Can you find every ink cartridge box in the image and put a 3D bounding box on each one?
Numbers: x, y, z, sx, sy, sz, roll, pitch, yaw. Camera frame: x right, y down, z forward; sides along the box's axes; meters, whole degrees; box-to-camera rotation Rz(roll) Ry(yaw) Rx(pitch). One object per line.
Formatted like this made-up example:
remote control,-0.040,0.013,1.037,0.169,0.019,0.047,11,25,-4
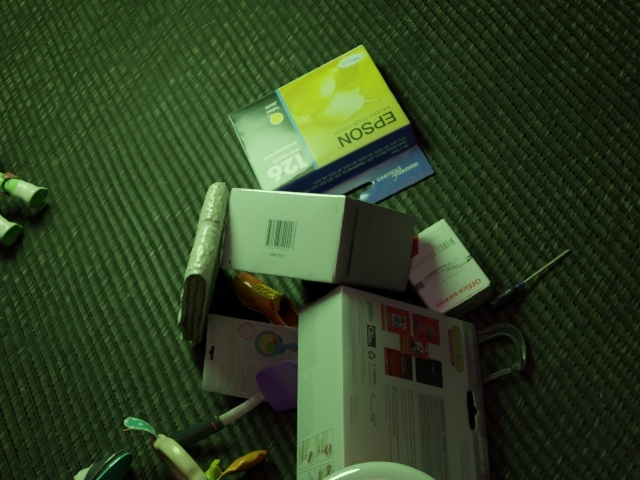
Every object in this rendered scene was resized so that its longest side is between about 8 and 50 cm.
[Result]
ink cartridge box,0.205,0.057,1.508,0.109,0.063,0.150,-31,59,-1
ink cartridge box,0.109,0.256,1.355,0.130,0.272,0.309,-36,46,48
ink cartridge box,0.012,-0.187,1.698,0.303,0.072,0.307,-27,56,0

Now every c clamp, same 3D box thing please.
c clamp,0.262,0.206,1.438,0.160,0.022,0.137,-26,53,3

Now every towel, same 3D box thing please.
towel,-0.198,0.047,1.510,0.049,0.282,0.187,11,57,-5

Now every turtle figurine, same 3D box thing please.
turtle figurine,-0.701,-0.105,1.840,0.266,0.275,0.198,32,46,6

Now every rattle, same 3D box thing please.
rattle,-0.208,0.323,1.453,0.143,0.130,0.199,-46,55,-8

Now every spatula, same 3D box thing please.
spatula,-0.143,0.285,1.482,0.296,0.030,0.084,-28,101,9

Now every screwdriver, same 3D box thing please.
screwdriver,0.349,0.064,1.488,0.170,0.024,0.025,-32,29,-5

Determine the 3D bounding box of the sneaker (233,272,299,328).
sneaker,-0.083,0.106,1.556,0.175,0.067,0.064,39,44,24

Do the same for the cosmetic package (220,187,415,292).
cosmetic package,0.000,0.000,1.462,0.224,0.224,0.138,6,86,34

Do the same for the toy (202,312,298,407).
toy,-0.074,0.201,1.501,0.237,0.056,0.137,9,101,15

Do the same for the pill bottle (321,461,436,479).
pill bottle,0.105,0.438,1.126,0.229,0.408,0.229,-7,60,12

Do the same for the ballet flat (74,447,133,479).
ballet flat,-0.390,0.424,1.479,0.074,0.074,0.203,22,72,25
